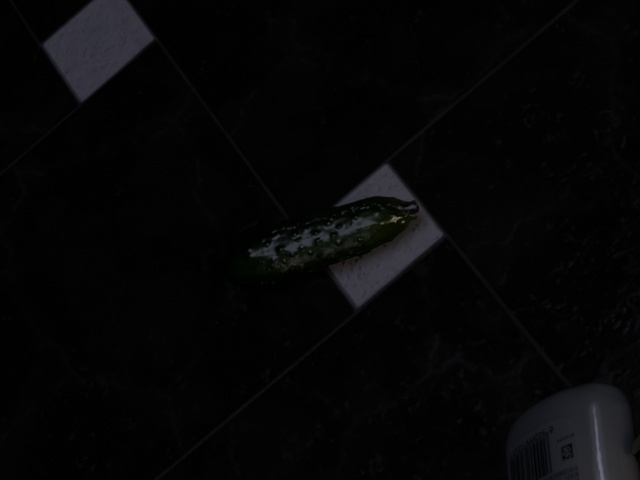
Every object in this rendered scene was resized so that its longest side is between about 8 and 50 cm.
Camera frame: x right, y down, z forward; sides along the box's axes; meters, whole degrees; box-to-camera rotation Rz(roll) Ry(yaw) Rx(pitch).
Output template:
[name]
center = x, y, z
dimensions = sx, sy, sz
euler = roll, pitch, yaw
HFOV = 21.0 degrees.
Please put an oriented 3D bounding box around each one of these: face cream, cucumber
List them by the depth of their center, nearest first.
[face cream]
center = 0.232, 0.303, 1.519
dimensions = 0.163, 0.080, 0.337
euler = -44, 42, 52
[cucumber]
center = 0.000, 0.000, 1.828
dimensions = 0.227, 0.069, 0.069
euler = -18, 59, 14

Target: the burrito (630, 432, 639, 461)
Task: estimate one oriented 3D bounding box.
[burrito]
center = 0.394, 0.050, 1.549
dimensions = 0.175, 0.107, 0.348
euler = 13, 66, 5
